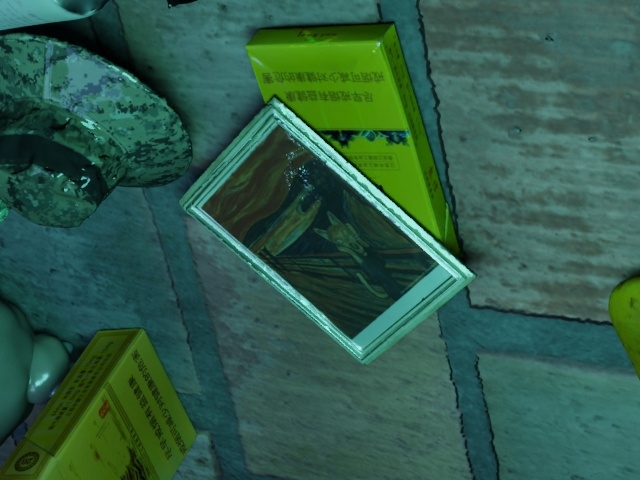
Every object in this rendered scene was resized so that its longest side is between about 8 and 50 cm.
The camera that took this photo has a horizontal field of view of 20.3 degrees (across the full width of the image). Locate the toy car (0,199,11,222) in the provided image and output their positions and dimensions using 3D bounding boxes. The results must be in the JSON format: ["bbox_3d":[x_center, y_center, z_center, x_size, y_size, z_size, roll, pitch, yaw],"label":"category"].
[{"bbox_3d":[-0.385,-0.075,2.024,0.073,0.054,0.143,29,135,7],"label":"toy car"}]

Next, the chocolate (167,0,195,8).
[{"bbox_3d":[-0.133,-0.296,1.679,0.070,0.072,0.147,24,129,15],"label":"chocolate"}]

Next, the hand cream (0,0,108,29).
[{"bbox_3d":[-0.359,-0.276,1.813,0.358,0.118,0.185,2,134,38],"label":"hand cream"}]

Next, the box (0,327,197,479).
[{"bbox_3d":[-0.256,0.252,2.068,0.076,0.274,0.174,-7,123,30],"label":"box"}]

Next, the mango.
[{"bbox_3d":[0.353,0.108,1.725,0.115,0.090,0.178,-14,111,46],"label":"mango"}]

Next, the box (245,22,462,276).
[{"bbox_3d":[0.035,-0.085,1.777,0.153,0.041,0.279,1,127,30],"label":"box"}]

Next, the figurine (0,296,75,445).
[{"bbox_3d":[-0.491,0.122,2.160,0.380,0.248,0.203,37,156,14],"label":"figurine"}]

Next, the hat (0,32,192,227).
[{"bbox_3d":[-0.273,-0.088,1.855,0.265,0.128,0.265,16,152,9],"label":"hat"}]

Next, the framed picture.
[{"bbox_3d":[0.000,0.000,1.833,0.273,0.016,0.216,40,137,-5],"label":"framed picture"}]
